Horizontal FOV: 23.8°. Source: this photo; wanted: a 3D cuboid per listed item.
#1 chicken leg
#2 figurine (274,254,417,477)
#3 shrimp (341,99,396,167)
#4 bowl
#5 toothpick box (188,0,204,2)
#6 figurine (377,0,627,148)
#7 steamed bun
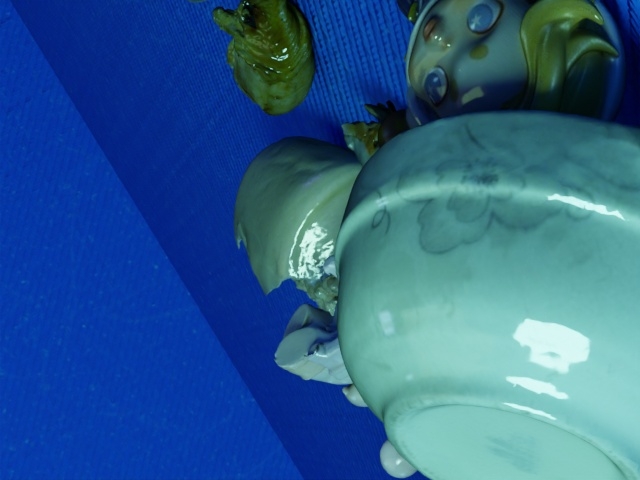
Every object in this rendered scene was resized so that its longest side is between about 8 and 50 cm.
[{"bbox_3d":[-0.058,-0.214,1.522,0.227,0.088,0.103,74,173,-57],"label":"chicken leg"},{"bbox_3d":[0.100,0.118,1.376,0.257,0.144,0.182,34,-159,-21],"label":"figurine"},{"bbox_3d":[0.134,0.007,1.414,0.287,0.068,0.185,55,174,-32],"label":"shrimp"},{"bbox_3d":[0.145,0.071,0.961,0.307,0.163,0.307,16,151,9],"label":"bowl"},{"bbox_3d":[-0.130,-0.325,1.498,0.153,0.101,0.101,57,166,7],"label":"toothpick box"},{"bbox_3d":[0.102,-0.138,1.030,0.133,0.194,0.274,14,-170,-36],"label":"figurine"},{"bbox_3d":[0.000,0.000,1.609,0.200,0.170,0.225,59,169,-24],"label":"steamed bun"}]
